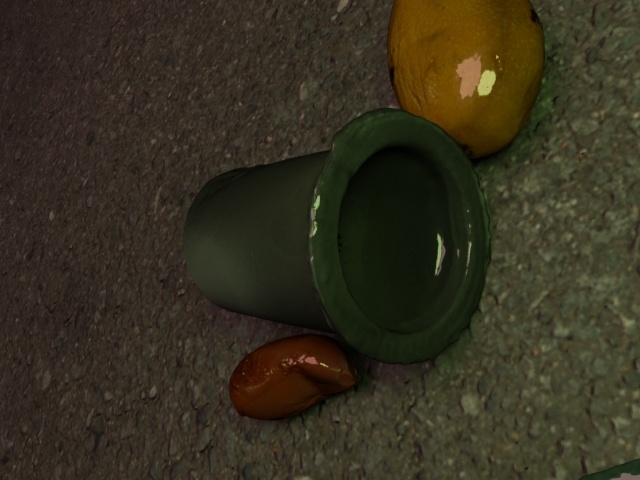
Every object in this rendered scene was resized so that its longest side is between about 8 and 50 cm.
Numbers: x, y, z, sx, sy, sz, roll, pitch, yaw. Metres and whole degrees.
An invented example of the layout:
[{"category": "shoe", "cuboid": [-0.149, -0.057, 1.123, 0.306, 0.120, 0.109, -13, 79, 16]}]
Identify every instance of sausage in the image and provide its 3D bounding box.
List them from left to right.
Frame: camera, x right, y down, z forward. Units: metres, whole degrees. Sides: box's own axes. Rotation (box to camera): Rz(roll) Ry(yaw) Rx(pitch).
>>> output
[{"category": "sausage", "cuboid": [-0.035, 0.154, 0.783, 0.179, 0.089, 0.089, -23, 56, 33]}]

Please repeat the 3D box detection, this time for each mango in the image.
[{"category": "mango", "cuboid": [0.158, -0.221, 0.765, 0.177, 0.120, 0.295, -28, 51, 41]}]

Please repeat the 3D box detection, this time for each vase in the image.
[{"category": "vase", "cuboid": [0.000, 0.000, 0.745, 0.291, 0.245, 0.245, -1, 69, 52]}]

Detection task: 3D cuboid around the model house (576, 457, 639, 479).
[{"category": "model house", "cuboid": [0.161, 0.254, 0.408, 0.312, 0.280, 0.245, -32, 51, 27]}]
